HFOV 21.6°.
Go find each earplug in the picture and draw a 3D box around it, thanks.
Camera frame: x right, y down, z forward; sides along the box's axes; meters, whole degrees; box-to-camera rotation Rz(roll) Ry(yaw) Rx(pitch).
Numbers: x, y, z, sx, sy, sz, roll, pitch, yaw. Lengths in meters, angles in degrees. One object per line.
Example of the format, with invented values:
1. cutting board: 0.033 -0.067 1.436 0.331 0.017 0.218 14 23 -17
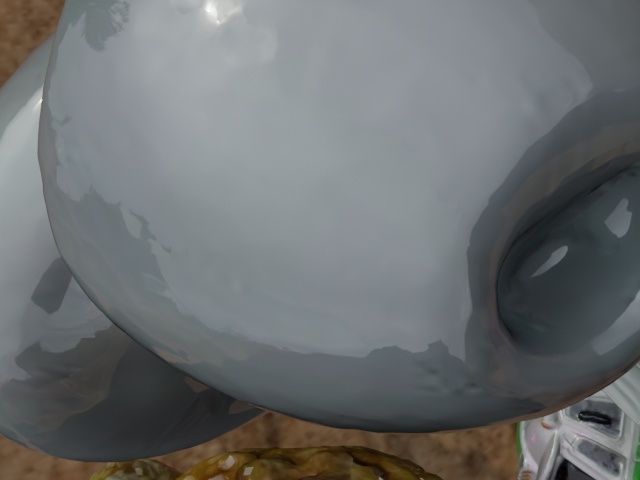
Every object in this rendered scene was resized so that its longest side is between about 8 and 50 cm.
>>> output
1. earplug: -0.006 -0.011 0.518 0.175 0.214 0.325 62 155 5

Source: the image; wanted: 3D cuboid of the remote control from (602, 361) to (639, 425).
1. remote control: 0.221 0.050 0.952 0.050 0.184 0.027 48 135 17

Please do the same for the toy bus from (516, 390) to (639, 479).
1. toy bus: 0.249 0.084 1.265 0.179 0.143 0.305 11 66 5

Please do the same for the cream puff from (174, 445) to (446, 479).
1. cream puff: 0.033 0.151 0.461 0.183 0.169 0.183 -25 55 43

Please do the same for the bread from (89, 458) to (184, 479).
1. bread: -0.036 0.223 0.747 0.234 0.184 0.110 32 132 -7
